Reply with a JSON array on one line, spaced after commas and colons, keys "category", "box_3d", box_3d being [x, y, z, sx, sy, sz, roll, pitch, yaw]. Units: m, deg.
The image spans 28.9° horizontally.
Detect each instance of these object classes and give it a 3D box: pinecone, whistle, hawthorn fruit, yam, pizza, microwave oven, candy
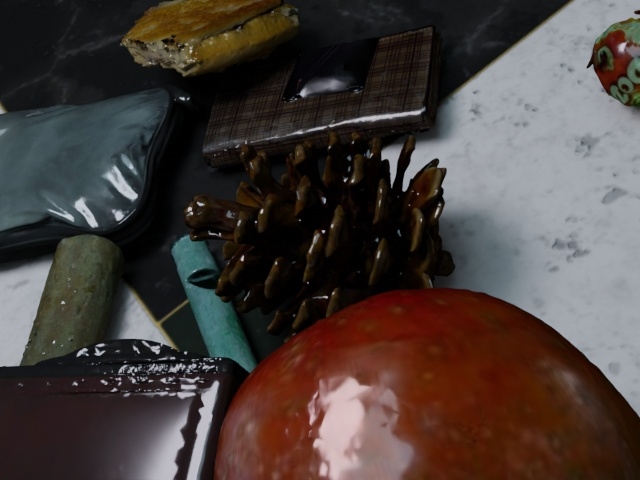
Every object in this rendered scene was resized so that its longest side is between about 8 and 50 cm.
[{"category": "pinecone", "box_3d": [-0.001, 0.002, 0.994, 0.212, 0.168, 0.185, -5, 39, 6]}, {"category": "whistle", "box_3d": [-0.089, 0.069, 1.069, 0.039, 0.039, 0.186, -29, 49, 3]}, {"category": "hawthorn fruit", "box_3d": [0.072, 0.165, 0.772, 0.284, 0.284, 0.284, -13, 52, 16]}, {"category": "yam", "box_3d": [-0.224, 0.078, 1.106, 0.068, 0.068, 0.169, -7, 53, 20]}, {"category": "pizza", "box_3d": [-0.122, -0.199, 1.243, 0.226, 0.069, 0.147, 9, 35, 46]}, {"category": "microwave oven", "box_3d": [-0.145, 0.192, 0.910, 0.247, 0.178, 0.188, -5, 54, 21]}, {"category": "candy", "box_3d": [0.320, -0.228, 1.082, 0.084, 0.078, 0.287, 24, 63, 18]}]

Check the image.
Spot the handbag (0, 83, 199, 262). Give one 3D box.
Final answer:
[{"category": "handbag", "box_3d": [-0.283, -0.064, 1.241, 0.332, 0.075, 0.191, -8, 50, 24]}]

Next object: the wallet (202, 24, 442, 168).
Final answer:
[{"category": "wallet", "box_3d": [0.002, -0.135, 1.174, 0.230, 0.042, 0.124, -11, 51, 24]}]
